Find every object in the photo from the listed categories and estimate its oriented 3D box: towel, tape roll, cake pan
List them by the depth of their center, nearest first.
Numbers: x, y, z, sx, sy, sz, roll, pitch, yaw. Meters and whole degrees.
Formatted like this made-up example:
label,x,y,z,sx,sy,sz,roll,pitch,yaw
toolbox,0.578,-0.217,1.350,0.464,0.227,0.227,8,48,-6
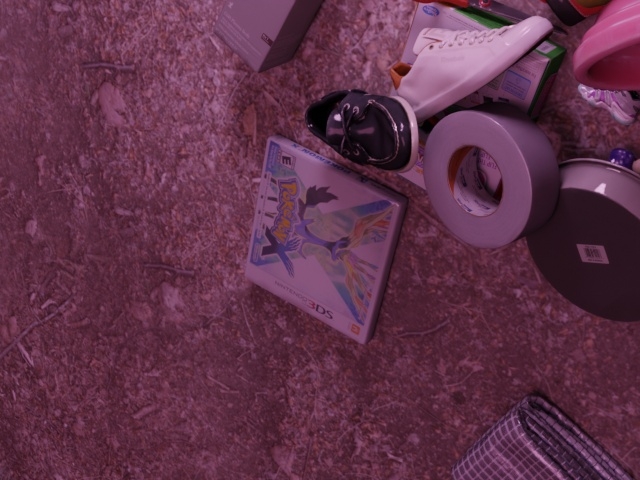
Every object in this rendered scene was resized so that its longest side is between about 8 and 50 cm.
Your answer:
label,x,y,z,sx,sy,sz,roll,pitch,yaw
cake pan,0.437,0.010,1.711,0.293,0.054,0.293,31,144,26
tape roll,0.261,-0.101,1.712,0.219,0.072,0.219,25,124,42
towel,0.396,0.443,1.966,0.284,0.121,0.235,44,132,11

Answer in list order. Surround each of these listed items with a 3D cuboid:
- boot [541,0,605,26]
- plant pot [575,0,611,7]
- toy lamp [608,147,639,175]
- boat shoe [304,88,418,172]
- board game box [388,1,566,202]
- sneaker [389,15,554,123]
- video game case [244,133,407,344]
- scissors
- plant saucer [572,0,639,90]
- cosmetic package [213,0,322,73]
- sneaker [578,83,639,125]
label,x,y,z,sx,sy,sz,roll,pitch,yaw
boot,0.360,-0.435,1.587,0.176,0.088,0.244,-13,107,42
plant pot,0.427,-0.427,1.383,0.293,0.275,0.274,-30,92,34
toy lamp,0.558,-0.113,1.599,0.275,0.080,0.080,-7,107,39
boat shoe,0.057,-0.184,1.799,0.340,0.113,0.127,-132,41,-64
board game box,0.229,-0.217,1.803,0.242,0.064,0.316,33,128,20
sneaker,0.211,-0.282,1.668,0.290,0.106,0.123,-27,96,43
video game case,0.000,0.000,2.103,0.300,0.036,0.329,28,126,23
scissors,0.232,-0.365,1.710,0.297,0.109,0.021,37,154,15
plant saucer,0.490,-0.275,1.424,0.332,0.332,0.084,-13,80,40
cosmetic package,-0.074,-0.421,1.907,0.127,0.107,0.238,44,134,15
sneaker,0.442,-0.225,1.661,0.098,0.038,0.069,33,127,8
